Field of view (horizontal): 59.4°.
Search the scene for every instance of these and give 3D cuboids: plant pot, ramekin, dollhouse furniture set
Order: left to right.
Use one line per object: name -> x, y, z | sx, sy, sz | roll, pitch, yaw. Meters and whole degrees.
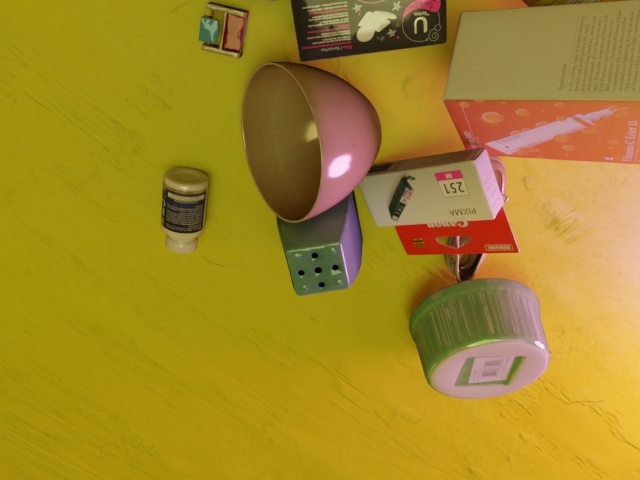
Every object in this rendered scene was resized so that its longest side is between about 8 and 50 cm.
dollhouse furniture set -> -0.140, -0.407, 0.981 | 0.129, 0.129, 0.184 | 12, 118, -5
plant pot -> 0.000, 0.000, 1.146 | 0.165, 0.234, 0.165 | -10, 119, 6
plant pot -> 0.001, -0.194, 1.046 | 0.191, 0.284, 0.284 | -17, 124, -30
ramekin -> 0.361, 0.234, 1.268 | 0.303, 0.148, 0.303 | -2, 138, -2

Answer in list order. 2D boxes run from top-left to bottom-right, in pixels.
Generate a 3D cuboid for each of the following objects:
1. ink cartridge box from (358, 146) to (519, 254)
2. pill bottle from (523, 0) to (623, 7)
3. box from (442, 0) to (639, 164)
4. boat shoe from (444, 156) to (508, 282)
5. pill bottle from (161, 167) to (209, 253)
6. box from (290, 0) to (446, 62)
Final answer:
ink cartridge box -> 0.231, -0.053, 1.128 | 0.275, 0.060, 0.239 | -3, 123, 43
pill bottle -> 0.420, -0.450, 0.911 | 0.334, 0.188, 0.188 | 34, 115, -17
box -> 0.403, -0.248, 0.912 | 0.345, 0.168, 0.215 | 8, 167, 29
boat shoe -> 0.337, -0.040, 1.198 | 0.104, 0.089, 0.285 | 4, 120, 0
pill bottle -> -0.291, -0.061, 1.198 | 0.094, 0.094, 0.169 | 10, 119, -4
box -> 0.078, -0.406, 0.958 | 0.247, 0.163, 0.142 | -5, 123, 4
